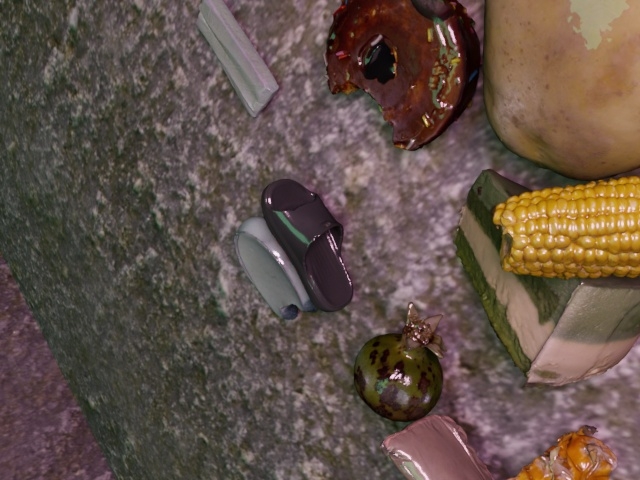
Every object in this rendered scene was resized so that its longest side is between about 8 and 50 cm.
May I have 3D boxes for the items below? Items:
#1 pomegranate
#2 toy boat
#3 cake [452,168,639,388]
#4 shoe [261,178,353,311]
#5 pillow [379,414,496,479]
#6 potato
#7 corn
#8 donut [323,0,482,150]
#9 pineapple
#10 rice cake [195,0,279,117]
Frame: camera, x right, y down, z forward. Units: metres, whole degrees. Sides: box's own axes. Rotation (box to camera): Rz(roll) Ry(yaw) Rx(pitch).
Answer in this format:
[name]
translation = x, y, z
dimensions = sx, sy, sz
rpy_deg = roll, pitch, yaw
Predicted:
[pomegranate]
translation = 0.133, 0.198, 1.110
dimensions = 0.169, 0.148, 0.148
rpy_deg = -47, 71, 34
[toy boat]
translation = -0.076, 0.046, 1.324
dimensions = 0.207, 0.079, 0.134
rpy_deg = 57, 147, -4
[cake]
translation = 0.298, 0.037, 0.922
dimensions = 0.283, 0.172, 0.158
rpy_deg = -110, 34, -53
[shoe]
translation = 0.000, 0.000, 1.188
dimensions = 0.093, 0.108, 0.241
rpy_deg = -20, 99, 48
[pillow]
translation = 0.215, 0.382, 1.071
dimensions = 0.270, 0.173, 0.067
rpy_deg = 54, 125, 16
[potato]
translation = 0.275, -0.213, 0.698
dimensions = 0.243, 0.221, 0.326
rpy_deg = 29, 130, 50
[corn]
translation = 0.334, -0.016, 0.718
dimensions = 0.318, 0.115, 0.115
rpy_deg = -4, 108, 7
[donut]
translation = 0.113, -0.245, 0.961
dimensions = 0.230, 0.096, 0.216
rpy_deg = 36, 128, 32
[pineapple]
translation = 0.309, 0.362, 0.979
dimensions = 0.114, 0.236, 0.186
rpy_deg = 46, 174, 30
[rice cake]
translation = -0.149, -0.324, 1.250
dimensions = 0.221, 0.042, 0.080
rpy_deg = 58, 143, 10
